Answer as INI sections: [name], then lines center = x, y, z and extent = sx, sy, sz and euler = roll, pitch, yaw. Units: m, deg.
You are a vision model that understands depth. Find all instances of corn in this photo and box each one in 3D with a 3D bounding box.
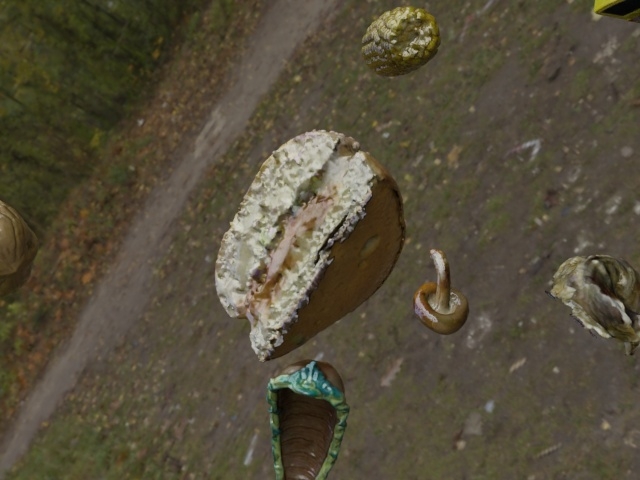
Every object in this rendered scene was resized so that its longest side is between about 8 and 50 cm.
[corn]
center = 0.144, -0.356, 1.383
extent = 0.120, 0.120, 0.363
euler = -55, 10, 6

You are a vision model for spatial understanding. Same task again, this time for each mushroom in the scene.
[mushroom]
center = 0.180, 0.079, 1.157
extent = 0.073, 0.088, 0.129
euler = 130, 136, -74

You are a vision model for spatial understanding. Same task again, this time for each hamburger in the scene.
[hamburger]
center = 0.000, 0.000, 1.479
extent = 0.268, 0.287, 0.445
euler = 45, 116, 32

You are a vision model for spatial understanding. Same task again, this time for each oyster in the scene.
[oyster]
center = 0.384, 0.087, 0.993
extent = 0.094, 0.166, 0.294
euler = -45, -7, 18

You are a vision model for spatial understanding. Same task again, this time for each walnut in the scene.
[walnut]
center = -0.760, 0.014, 1.744
extent = 0.261, 0.225, 0.225
euler = 30, 87, 35

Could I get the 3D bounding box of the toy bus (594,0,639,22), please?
[toy bus]
center = 0.197, -0.184, 0.452
extent = 0.052, 0.058, 0.102
euler = -168, 85, -79

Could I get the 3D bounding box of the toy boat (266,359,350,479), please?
[toy boat]
center = -0.021, 0.260, 1.027
extent = 0.099, 0.108, 0.293
euler = -70, -11, -49
